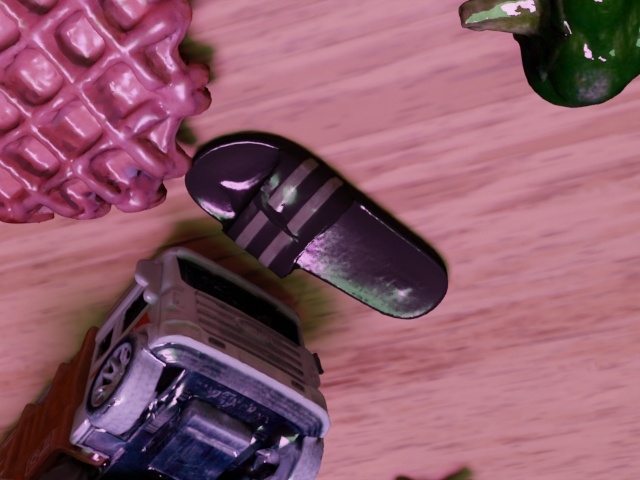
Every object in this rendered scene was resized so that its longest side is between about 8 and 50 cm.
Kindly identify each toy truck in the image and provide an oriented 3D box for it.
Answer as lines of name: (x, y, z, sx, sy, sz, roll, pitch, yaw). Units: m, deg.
toy truck: (-0.131, 0.142, 0.609, 0.136, 0.162, 0.305, 32, 115, -24)

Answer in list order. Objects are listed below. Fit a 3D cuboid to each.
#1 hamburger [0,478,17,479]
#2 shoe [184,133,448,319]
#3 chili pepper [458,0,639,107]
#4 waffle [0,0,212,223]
hamburger: (-0.161, 0.181, 0.493, 0.084, 0.054, 0.121, -11, 119, 29)
shoe: (0.000, 0.000, 0.570, 0.179, 0.049, 0.071, 32, 119, -12)
chili pepper: (0.200, -0.119, 0.444, 0.270, 0.099, 0.136, -2, 130, 3)
waffle: (-0.176, -0.101, 0.526, 0.234, 0.055, 0.221, 10, 123, 0)
